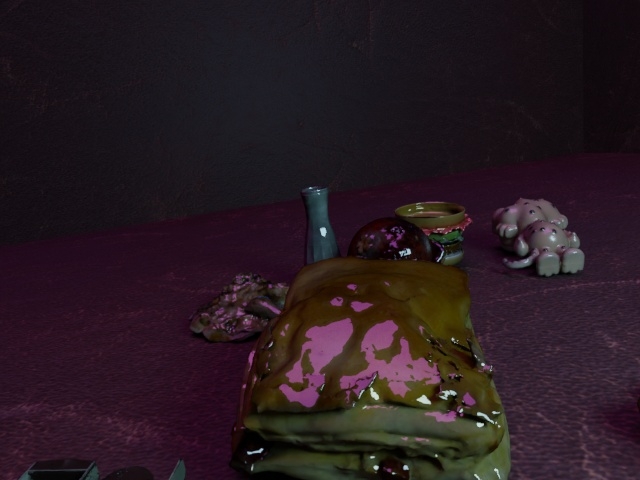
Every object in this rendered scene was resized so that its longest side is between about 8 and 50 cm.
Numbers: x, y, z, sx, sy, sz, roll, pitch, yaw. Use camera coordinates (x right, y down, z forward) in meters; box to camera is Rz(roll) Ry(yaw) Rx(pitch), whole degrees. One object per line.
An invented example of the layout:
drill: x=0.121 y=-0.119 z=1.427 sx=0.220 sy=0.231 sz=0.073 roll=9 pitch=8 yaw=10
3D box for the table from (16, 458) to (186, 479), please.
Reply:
table: x=-0.196 y=0.247 z=0.364 sx=0.146 sy=0.062 sz=0.175 roll=-5 pitch=14 yaw=7

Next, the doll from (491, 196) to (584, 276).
doll: x=0.453 y=-0.007 z=1.031 sx=0.154 sy=0.119 sz=0.278 roll=-5 pitch=23 yaw=15

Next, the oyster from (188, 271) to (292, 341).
oyster: x=-0.122 y=0.113 z=0.883 sx=0.223 sy=0.083 sz=0.214 roll=-25 pitch=18 yaw=-35

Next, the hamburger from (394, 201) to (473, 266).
hamburger: x=0.232 y=-0.003 z=1.045 sx=0.175 sy=0.136 sz=0.175 roll=-3 pitch=16 yaw=1

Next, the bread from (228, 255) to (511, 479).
bread: x=0.049 y=0.119 z=0.553 sx=0.278 sy=0.167 sz=0.324 roll=-4 pitch=12 yaw=13

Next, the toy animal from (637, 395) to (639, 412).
toy animal: x=0.394 y=0.150 z=0.437 sx=0.188 sy=0.089 sz=0.179 roll=-7 pitch=-3 yaw=27

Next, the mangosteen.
mangosteen: x=0.145 y=0.037 z=0.913 sx=0.180 sy=0.166 sz=0.166 roll=14 pitch=-2 yaw=-37

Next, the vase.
vase: x=0.000 y=0.000 z=0.986 sx=0.086 sy=0.214 sz=0.086 roll=-7 pitch=13 yaw=2
